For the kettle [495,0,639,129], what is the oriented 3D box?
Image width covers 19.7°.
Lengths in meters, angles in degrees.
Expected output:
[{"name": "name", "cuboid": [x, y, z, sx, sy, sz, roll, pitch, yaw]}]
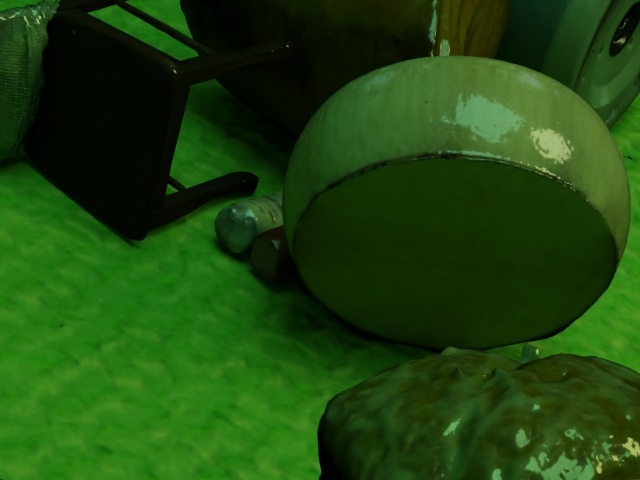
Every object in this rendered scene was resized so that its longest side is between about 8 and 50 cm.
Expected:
[{"name": "kettle", "cuboid": [0.171, -0.263, 1.810, 0.342, 0.247, 0.319, 31, -3, 22]}]

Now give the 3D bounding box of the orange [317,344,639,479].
[{"name": "orange", "cuboid": [0.166, 0.199, 1.052, 0.210, 0.271, 0.369, -40, 55, -3]}]

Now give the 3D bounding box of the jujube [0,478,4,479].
[{"name": "jujube", "cuboid": [-0.179, 0.226, 0.957, 0.174, 0.174, 0.250, -11, 32, -37]}]

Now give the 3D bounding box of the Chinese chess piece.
[{"name": "Chinese chess piece", "cuboid": [0.100, -0.023, 1.367, 0.257, 0.257, 0.104, 12, 53, -9]}]

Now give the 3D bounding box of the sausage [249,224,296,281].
[{"name": "sausage", "cuboid": [0.000, 0.000, 1.481, 0.039, 0.041, 0.131, 23, 29, 38]}]

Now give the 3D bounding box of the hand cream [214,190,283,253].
[{"name": "hand cream", "cuboid": [-0.027, -0.021, 1.509, 0.061, 0.039, 0.143, 34, 31, 28]}]

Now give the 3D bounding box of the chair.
[{"name": "chair", "cuboid": [-0.194, -0.103, 1.439, 0.186, 0.160, 0.319, 34, 34, 27]}]

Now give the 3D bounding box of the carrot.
[{"name": "carrot", "cuboid": [0.047, -0.178, 1.585, 0.340, 0.241, 0.241, 36, 37, 29]}]
